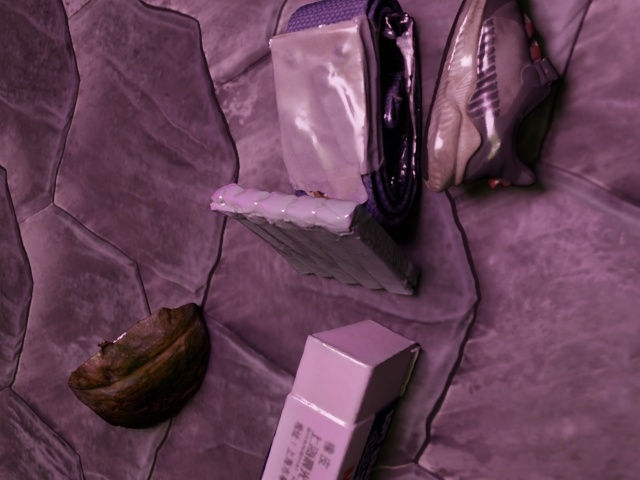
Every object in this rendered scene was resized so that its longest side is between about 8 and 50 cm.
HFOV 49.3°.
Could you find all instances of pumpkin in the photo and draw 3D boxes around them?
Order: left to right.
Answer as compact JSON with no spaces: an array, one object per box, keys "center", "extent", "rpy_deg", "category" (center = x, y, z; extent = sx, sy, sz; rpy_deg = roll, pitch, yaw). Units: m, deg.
[{"center":[-0.261,0.200,0.926],"extent":[0.278,0.163,0.111],"rpy_deg":[-38,77,29],"category":"pumpkin"}]

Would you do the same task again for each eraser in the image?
[{"center":[0.008,0.232,0.763],"extent":[0.086,0.130,0.287],"rpy_deg":[26,107,28],"category":"eraser"}]

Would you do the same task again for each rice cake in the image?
[{"center":[0.000,0.000,0.714],"extent":[0.189,0.198,0.037],"rpy_deg":[9,73,36],"category":"rice cake"}]

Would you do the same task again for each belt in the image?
[{"center":[0.040,-0.129,0.703],"extent":[0.126,0.140,0.230],"rpy_deg":[3,100,34],"category":"belt"}]

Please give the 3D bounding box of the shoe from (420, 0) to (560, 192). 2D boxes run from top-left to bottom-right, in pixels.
[{"center":[0.165,-0.145,0.652],"extent":[0.112,0.099,0.227],"rpy_deg":[17,84,4],"category":"shoe"}]
